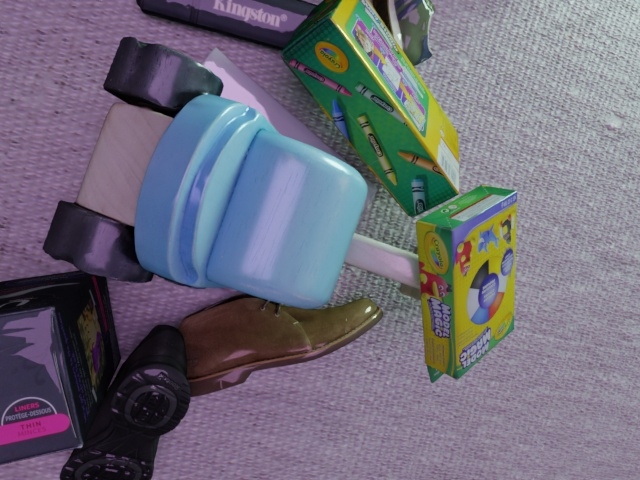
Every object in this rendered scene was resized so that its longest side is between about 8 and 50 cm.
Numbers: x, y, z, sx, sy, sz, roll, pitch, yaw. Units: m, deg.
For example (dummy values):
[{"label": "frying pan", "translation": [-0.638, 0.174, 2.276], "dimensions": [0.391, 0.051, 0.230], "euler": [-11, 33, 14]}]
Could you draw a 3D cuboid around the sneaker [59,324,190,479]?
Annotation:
[{"label": "sneaker", "translation": [-0.250, 0.233, 0.664], "dimensions": [0.109, 0.130, 0.286], "euler": [30, 113, -23]}]

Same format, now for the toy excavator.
[{"label": "toy excavator", "translation": [0.000, 0.000, 0.595], "dimensions": [0.445, 0.433, 0.222], "euler": [21, 89, 13]}]

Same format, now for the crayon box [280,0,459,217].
[{"label": "crayon box", "translation": [0.083, -0.187, 0.663], "dimensions": [0.081, 0.165, 0.278], "euler": [-27, 118, 32]}]

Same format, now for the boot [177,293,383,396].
[{"label": "boot", "translation": [-0.058, 0.122, 0.716], "dimensions": [0.306, 0.112, 0.115], "euler": [-16, 88, -10]}]

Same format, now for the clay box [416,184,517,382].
[{"label": "clay box", "translation": [0.177, 0.060, 0.583], "dimensions": [0.127, 0.053, 0.222], "euler": [-27, 119, -33]}]

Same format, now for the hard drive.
[{"label": "hard drive", "translation": [-0.092, -0.094, 0.718], "dimensions": [0.308, 0.040, 0.203], "euler": [39, 85, -14]}]

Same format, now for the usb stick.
[{"label": "usb stick", "translation": [-0.112, -0.322, 0.692], "dimensions": [0.278, 0.045, 0.077], "euler": [10, 94, -15]}]

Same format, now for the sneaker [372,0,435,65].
[{"label": "sneaker", "translation": [0.130, -0.358, 0.746], "dimensions": [0.086, 0.064, 0.192], "euler": [-6, 96, -21]}]

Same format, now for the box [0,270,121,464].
[{"label": "box", "translation": [-0.336, 0.126, 0.554], "dimensions": [0.165, 0.270, 0.143], "euler": [-9, 96, -13]}]
